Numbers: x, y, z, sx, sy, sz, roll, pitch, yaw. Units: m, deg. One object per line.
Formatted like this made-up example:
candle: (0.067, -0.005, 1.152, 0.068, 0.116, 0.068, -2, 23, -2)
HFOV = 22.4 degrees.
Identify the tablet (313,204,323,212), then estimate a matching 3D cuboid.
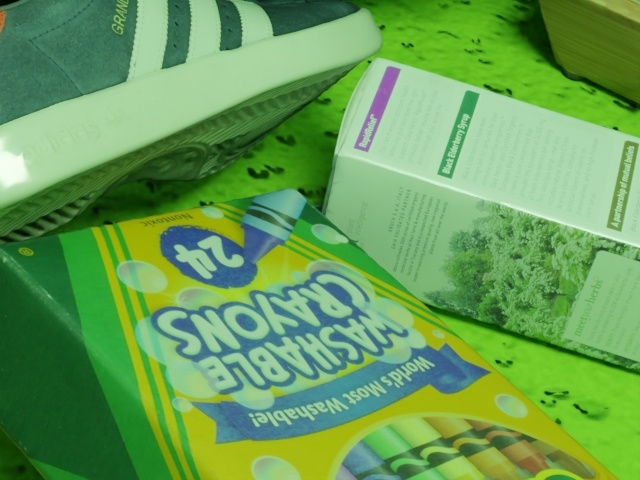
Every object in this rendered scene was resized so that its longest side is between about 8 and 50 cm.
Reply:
tablet: (0.000, 0.000, 0.941, 0.083, 0.006, 0.054, -8, 48, -16)

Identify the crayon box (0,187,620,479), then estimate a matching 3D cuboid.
crayon box: (0.010, 0.110, 0.743, 0.203, 0.083, 0.323, -14, 48, -48)

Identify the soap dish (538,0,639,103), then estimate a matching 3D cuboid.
soap dish: (0.310, -0.150, 1.061, 0.291, 0.118, 0.229, 28, 48, 17)

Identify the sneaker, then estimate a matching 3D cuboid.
sneaker: (-0.100, -0.107, 0.831, 0.148, 0.131, 0.350, 57, 35, 6)

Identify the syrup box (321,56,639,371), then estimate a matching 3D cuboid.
syrup box: (0.121, -0.011, 0.904, 0.237, 0.093, 0.096, 18, 45, 5)
